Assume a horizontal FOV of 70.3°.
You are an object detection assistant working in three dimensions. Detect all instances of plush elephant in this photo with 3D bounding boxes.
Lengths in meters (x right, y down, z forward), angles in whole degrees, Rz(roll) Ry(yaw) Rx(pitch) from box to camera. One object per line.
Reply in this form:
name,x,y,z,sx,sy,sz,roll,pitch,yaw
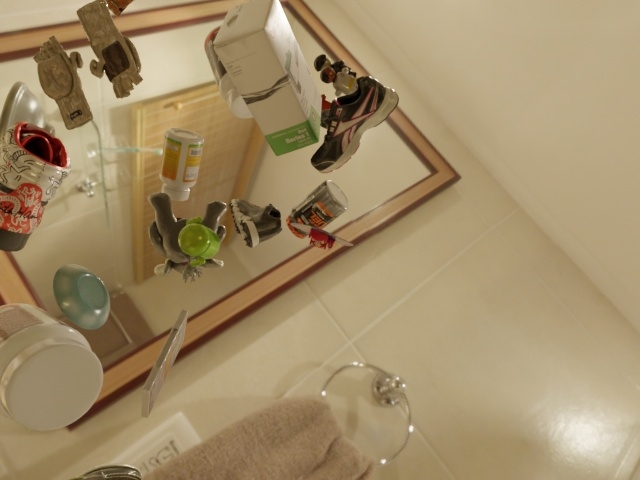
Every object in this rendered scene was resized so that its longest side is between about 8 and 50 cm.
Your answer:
plush elephant,-0.490,0.019,1.671,0.255,0.271,0.330,140,-53,-63

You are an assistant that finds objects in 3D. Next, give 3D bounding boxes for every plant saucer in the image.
plant saucer,-0.801,-0.221,1.247,0.400,0.100,0.401,-32,-127,56
plant saucer,-0.636,0.146,1.243,0.195,0.037,0.195,62,10,-20

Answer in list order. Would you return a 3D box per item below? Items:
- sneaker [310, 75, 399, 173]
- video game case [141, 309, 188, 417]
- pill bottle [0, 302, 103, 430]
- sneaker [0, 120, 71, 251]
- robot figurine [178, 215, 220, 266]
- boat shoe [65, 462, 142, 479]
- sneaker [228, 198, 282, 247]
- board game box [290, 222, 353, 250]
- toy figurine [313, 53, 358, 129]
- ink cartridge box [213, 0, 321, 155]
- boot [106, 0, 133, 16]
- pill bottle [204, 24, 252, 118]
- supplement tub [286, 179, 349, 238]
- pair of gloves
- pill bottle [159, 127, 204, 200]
sneaker,0.038,-0.195,0.745,0.178,0.077,0.072,-47,-149,19
video game case,-0.490,0.385,1.435,0.025,0.285,0.204,19,-45,-5
pill bottle,-0.696,0.295,1.098,0.392,0.224,0.224,7,-59,43
sneaker,-0.432,-0.105,0.650,0.090,0.145,0.270,30,7,-45
robot figurine,-0.251,0.002,0.944,0.115,0.067,0.101,54,30,-78
boat shoe,-0.533,0.568,0.990,0.091,0.305,0.109,-6,-101,48
sneaker,-0.151,-0.052,1.088,0.234,0.106,0.078,-136,-147,-60
board game box,0.000,0.000,1.153,0.133,0.168,0.033,10,-100,50
toy figurine,0.022,-0.486,1.500,0.213,0.148,0.210,-59,-160,29
ink cartridge box,-0.080,-0.289,0.798,0.092,0.160,0.219,-14,-45,17
boot,-0.588,-0.746,1.287,0.197,0.073,0.152,-17,-53,42
pill bottle,-0.352,-0.720,1.947,0.210,0.210,0.363,-51,-124,55
supplement tub,-0.013,-0.094,1.446,0.190,0.117,0.117,-38,-98,25
pair of gloves,-0.518,-0.388,1.018,0.240,0.042,0.204,-28,-85,13
pill bottle,-0.521,-0.278,1.685,0.136,0.136,0.246,34,-63,34
